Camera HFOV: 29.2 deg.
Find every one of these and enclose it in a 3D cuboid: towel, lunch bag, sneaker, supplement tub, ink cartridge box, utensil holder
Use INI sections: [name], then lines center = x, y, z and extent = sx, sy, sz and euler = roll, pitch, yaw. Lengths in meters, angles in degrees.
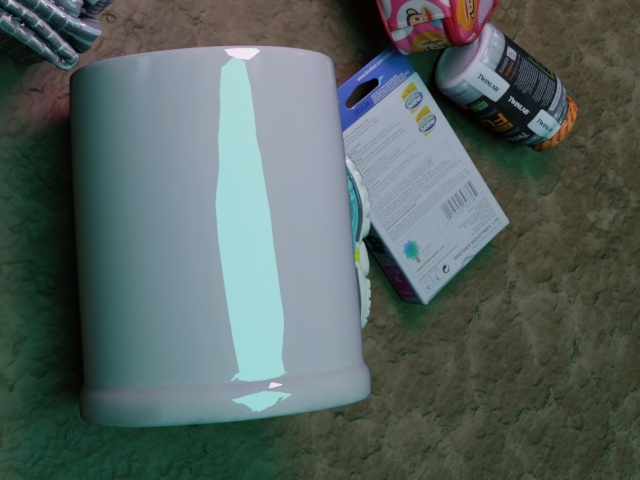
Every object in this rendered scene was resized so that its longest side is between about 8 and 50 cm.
[towel]
center = -0.370, -0.283, 1.302
extent = 0.284, 0.235, 0.121
euler = 30, 78, -25
[lunch bag]
center = 0.145, -0.413, 1.621
extent = 0.258, 0.120, 0.293
euler = -54, 132, -51
[sneaker]
center = 0.000, 0.000, 1.566
extent = 0.110, 0.107, 0.275
euler = -12, 96, -43
[supplement tub]
center = 0.263, -0.211, 1.728
extent = 0.190, 0.117, 0.117
euler = 33, 74, -24
[ink cartridge box]
center = 0.110, -0.090, 1.670
extent = 0.186, 0.065, 0.311
euler = -41, 110, -23
[utensil holder]
center = -0.119, -0.004, 1.389
extent = 0.327, 0.327, 0.385
euler = -4, 90, -30
